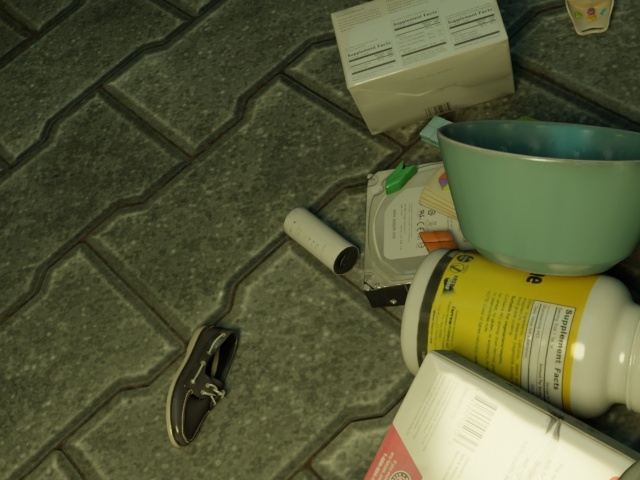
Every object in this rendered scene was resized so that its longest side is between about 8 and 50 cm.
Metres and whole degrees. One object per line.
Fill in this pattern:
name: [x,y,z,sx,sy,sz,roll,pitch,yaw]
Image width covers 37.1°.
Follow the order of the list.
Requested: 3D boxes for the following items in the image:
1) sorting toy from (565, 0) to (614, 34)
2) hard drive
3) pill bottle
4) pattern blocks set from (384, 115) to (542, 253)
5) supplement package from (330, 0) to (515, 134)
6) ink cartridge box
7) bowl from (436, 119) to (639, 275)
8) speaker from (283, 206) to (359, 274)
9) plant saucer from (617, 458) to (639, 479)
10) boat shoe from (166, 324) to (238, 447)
sorting toy: [0.475,-0.394,1.675,0.083,0.045,0.075,-5,60,18]
hard drive: [0.236,-0.026,1.471,0.339,0.064,0.237,-7,52,16]
pill bottle: [0.290,0.124,1.251,0.334,0.188,0.188,10,59,27]
pattern blocks set: [0.256,-0.082,1.446,0.325,0.026,0.285,17,62,31]
supplement package: [0.176,-0.312,1.601,0.262,0.204,0.145,-15,71,10]
ink cartridge box: [0.216,0.284,1.123,0.283,0.117,0.207,28,94,21]
bowl: [0.299,-0.056,1.242,0.312,0.163,0.311,3,15,-1]
speaker: [0.000,0.000,1.547,0.055,0.055,0.136,-42,51,-13]
plant saucer: [0.397,0.409,0.941,0.100,0.400,0.400,-43,34,44]
boat shoe: [-0.176,0.215,1.439,0.065,0.075,0.206,-5,48,22]
